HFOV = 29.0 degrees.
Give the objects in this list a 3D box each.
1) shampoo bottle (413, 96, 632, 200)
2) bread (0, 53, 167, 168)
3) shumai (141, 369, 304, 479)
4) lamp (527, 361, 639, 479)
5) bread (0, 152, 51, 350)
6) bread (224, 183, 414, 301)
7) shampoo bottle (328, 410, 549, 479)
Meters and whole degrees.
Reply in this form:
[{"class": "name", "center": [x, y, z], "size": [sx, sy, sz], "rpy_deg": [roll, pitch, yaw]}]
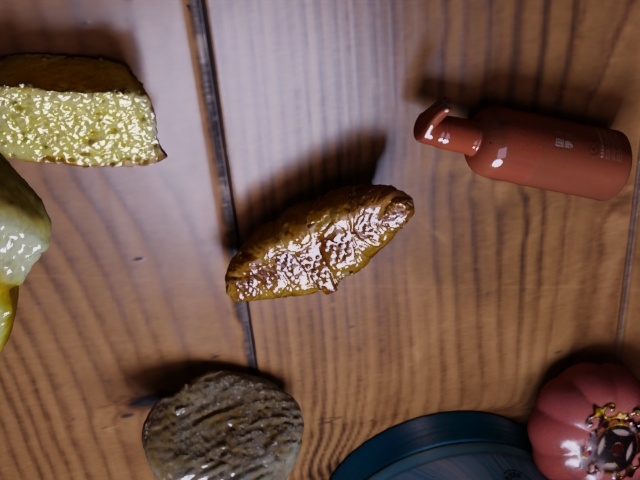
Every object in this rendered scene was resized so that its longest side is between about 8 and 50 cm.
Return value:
[{"class": "shampoo bottle", "center": [0.215, -0.100, 1.324], "size": [0.244, 0.085, 0.085], "rpy_deg": [10, 126, -23]}, {"class": "bread", "center": [-0.240, -0.123, 1.199], "size": [0.187, 0.065, 0.103], "rpy_deg": [2, 130, -11]}, {"class": "shumai", "center": [-0.131, 0.255, 1.507], "size": [0.209, 0.161, 0.153], "rpy_deg": [-14, 158, -33]}, {"class": "lamp", "center": [0.354, 0.245, 1.614], "size": [0.182, 0.140, 0.182], "rpy_deg": [-3, 100, -17]}, {"class": "bread", "center": [-0.392, 0.006, 1.110], "size": [0.395, 0.239, 0.264], "rpy_deg": [-47, 165, 33]}, {"class": "bread", "center": [0.000, 0.000, 1.356], "size": [0.233, 0.076, 0.105], "rpy_deg": [-26, 119, 16]}, {"class": "shampoo bottle", "center": [0.192, 0.460, 1.613], "size": [0.331, 0.343, 0.331], "rpy_deg": [-7, 131, -9]}]
